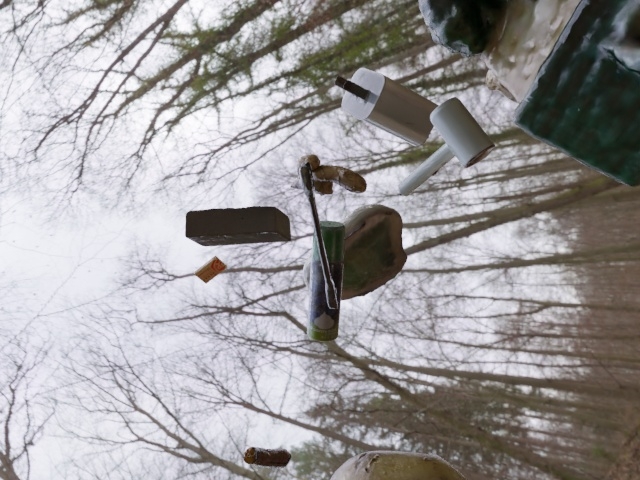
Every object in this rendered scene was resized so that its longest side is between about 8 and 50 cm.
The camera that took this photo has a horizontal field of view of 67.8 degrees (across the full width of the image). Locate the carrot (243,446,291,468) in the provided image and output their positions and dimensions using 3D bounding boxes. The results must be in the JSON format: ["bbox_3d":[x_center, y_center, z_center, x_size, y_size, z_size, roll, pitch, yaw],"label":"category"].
[{"bbox_3d":[-0.180,0.753,1.657,0.260,0.070,0.070,46,-124,-54],"label":"carrot"}]

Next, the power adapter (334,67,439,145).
[{"bbox_3d":[0.154,-0.357,1.237,0.255,0.187,0.124,16,-72,-29],"label":"power adapter"}]

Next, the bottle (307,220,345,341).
[{"bbox_3d":[0.016,0.113,1.327,0.093,0.093,0.330,-11,-69,-44],"label":"bottle"}]

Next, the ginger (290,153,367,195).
[{"bbox_3d":[0.020,-0.153,1.221,0.133,0.214,0.059,89,-156,-53],"label":"ginger"}]

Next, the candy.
[{"bbox_3d":[0.125,0.053,1.792,0.426,0.186,0.386,-34,-45,-8],"label":"candy"}]

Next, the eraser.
[{"bbox_3d":[-0.277,-0.048,1.628,0.352,0.077,0.112,-3,-122,-6],"label":"eraser"}]

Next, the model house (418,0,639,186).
[{"bbox_3d":[0.299,-0.268,0.387,0.334,0.382,0.343,9,-139,-15],"label":"model house"}]

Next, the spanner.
[{"bbox_3d":[0.000,0.000,0.670,0.054,0.015,0.255,-91,-8,-51],"label":"spanner"}]

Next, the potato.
[{"bbox_3d":[0.122,0.454,0.865,0.116,0.298,0.239,-102,-11,-50],"label":"potato"}]

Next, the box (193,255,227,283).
[{"bbox_3d":[-0.356,0.095,1.542,0.093,0.015,0.058,-37,-53,5],"label":"box"}]

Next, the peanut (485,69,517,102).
[{"bbox_3d":[0.447,-0.327,0.929,0.120,0.236,0.110,65,-142,-49],"label":"peanut"}]

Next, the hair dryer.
[{"bbox_3d":[0.238,-0.174,1.003,0.073,0.236,0.131,-23,-105,-41],"label":"hair dryer"}]
